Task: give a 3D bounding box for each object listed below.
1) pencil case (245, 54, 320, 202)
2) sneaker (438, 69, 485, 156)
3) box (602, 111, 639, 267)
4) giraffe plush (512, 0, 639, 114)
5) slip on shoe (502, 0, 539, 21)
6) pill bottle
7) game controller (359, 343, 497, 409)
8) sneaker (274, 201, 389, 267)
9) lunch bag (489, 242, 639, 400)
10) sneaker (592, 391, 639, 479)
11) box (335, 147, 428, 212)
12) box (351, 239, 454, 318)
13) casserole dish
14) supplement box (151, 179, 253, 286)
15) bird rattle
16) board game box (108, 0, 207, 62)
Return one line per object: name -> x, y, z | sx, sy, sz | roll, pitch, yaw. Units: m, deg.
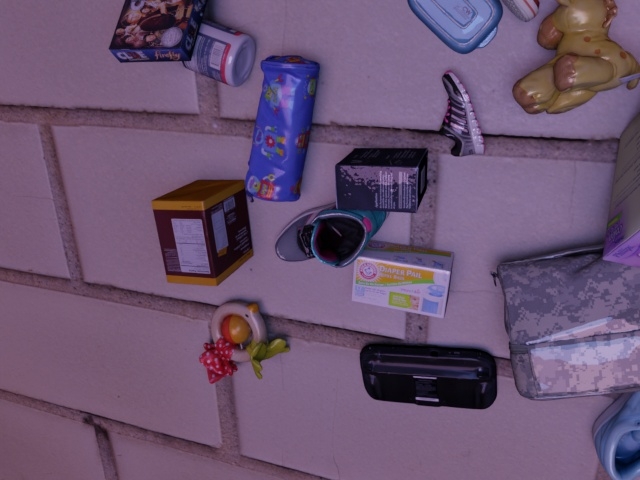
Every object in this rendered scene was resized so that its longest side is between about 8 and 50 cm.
pencil case -> -0.085, -0.229, 1.041 | 0.133, 0.119, 0.307 | 22, 117, 22
sneaker -> 0.255, -0.233, 0.949 | 0.074, 0.063, 0.171 | -19, 108, 19
box -> 0.544, -0.098, 0.759 | 0.117, 0.213, 0.243 | 14, 75, 14
giraffe plush -> 0.419, -0.322, 0.816 | 0.210, 0.181, 0.171 | -13, 84, 34
slip on shoe -> 0.293, -0.520, 0.798 | 0.101, 0.123, 0.332 | -19, 98, 21
pill bottle -> -0.237, -0.400, 1.033 | 0.180, 0.108, 0.108 | 24, 117, 9
game controller -> 0.251, 0.324, 1.183 | 0.318, 0.067, 0.167 | -1, 125, 20
sneaker -> 0.000, 0.000, 1.066 | 0.295, 0.178, 0.124 | -25, 101, 26
lunch bag -> 0.496, 0.137, 0.930 | 0.304, 0.212, 0.256 | -13, 85, 23
sneaker -> 0.676, 0.339, 0.978 | 0.135, 0.150, 0.366 | 20, 116, 10
box -> 0.125, -0.124, 0.987 | 0.158, 0.156, 0.093 | 5, 113, 18
box -> 0.177, 0.078, 1.077 | 0.202, 0.103, 0.114 | 8, 113, 16
casserole dish -> 0.239, -0.424, 0.896 | 0.188, 0.037, 0.114 | 43, 118, -2
supplement box -> -0.261, -0.023, 1.142 | 0.128, 0.191, 0.194 | 3, 111, 19
bird rattle -> -0.212, 0.257, 1.303 | 0.253, 0.143, 0.207 | -6, 97, 35
board game box -> -0.308, -0.469, 0.988 | 0.164, 0.042, 0.244 | 5, 73, 18
